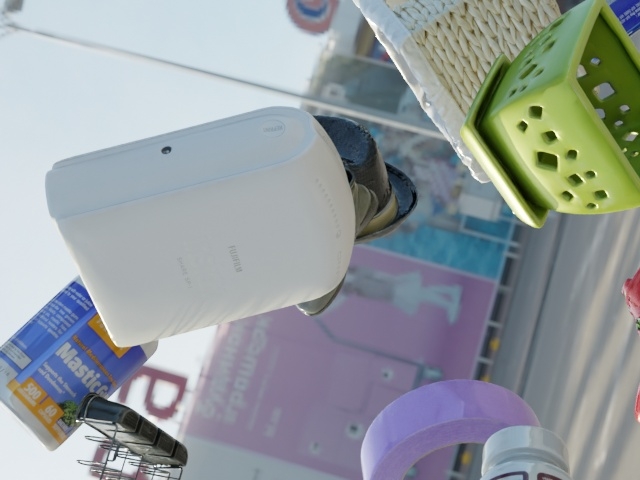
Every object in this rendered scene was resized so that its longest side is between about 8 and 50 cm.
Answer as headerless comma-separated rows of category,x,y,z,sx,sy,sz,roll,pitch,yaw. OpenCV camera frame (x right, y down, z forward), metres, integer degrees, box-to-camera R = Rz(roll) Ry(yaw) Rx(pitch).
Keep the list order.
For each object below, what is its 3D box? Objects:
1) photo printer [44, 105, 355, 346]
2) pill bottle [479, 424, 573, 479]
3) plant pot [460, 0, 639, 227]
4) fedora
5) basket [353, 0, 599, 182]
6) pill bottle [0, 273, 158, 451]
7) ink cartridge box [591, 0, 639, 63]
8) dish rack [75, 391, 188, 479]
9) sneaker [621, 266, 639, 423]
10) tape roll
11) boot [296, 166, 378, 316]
photo printer,-0.115,-0.014,1.319,0.256,0.307,0.107,78,177,-50
pill bottle,0.229,0.321,1.334,0.221,0.121,0.121,-80,-2,-49
plant pot,0.336,-0.165,1.678,0.228,0.207,0.227,51,-139,-20
fedora,0.016,-0.130,2.168,0.334,0.334,0.153,-64,-25,-52
basket,0.262,-0.339,2.072,0.331,0.266,0.328,54,-175,-32
pill bottle,-0.316,0.138,1.624,0.272,0.152,0.152,-45,-18,-17
ink cartridge box,0.584,-0.447,2.224,0.165,0.065,0.333,-36,8,45
dish rack,-0.263,0.353,1.544,0.208,0.074,0.272,50,-132,-54
sneaker,0.421,0.092,1.471,0.107,0.118,0.279,0,-77,-43
tape roll,0.199,0.337,1.763,0.090,0.274,0.275,-99,16,-57
boot,0.000,0.000,1.963,0.247,0.083,0.161,-64,-21,1
